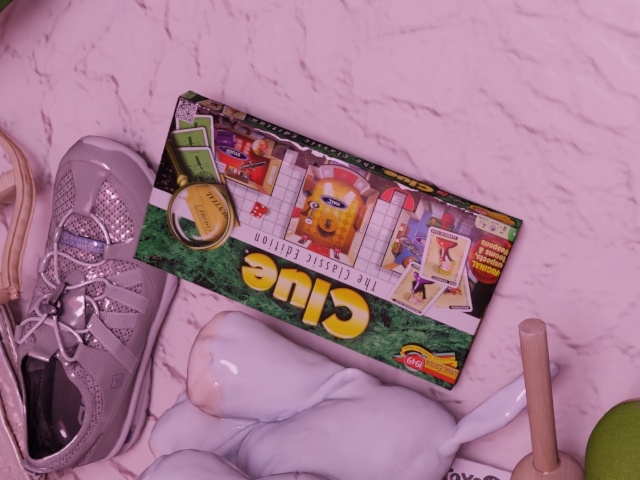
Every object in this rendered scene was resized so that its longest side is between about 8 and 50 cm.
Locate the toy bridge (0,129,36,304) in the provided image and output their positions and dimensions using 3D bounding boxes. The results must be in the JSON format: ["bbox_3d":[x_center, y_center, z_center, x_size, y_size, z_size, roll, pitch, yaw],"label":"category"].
[{"bbox_3d":[-0.261,-0.036,0.973,0.063,0.026,0.188,-26,64,16],"label":"toy bridge"}]

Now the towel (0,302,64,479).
[{"bbox_3d":[-0.358,0.151,1.078,0.282,0.049,0.187,-17,93,33],"label":"towel"}]

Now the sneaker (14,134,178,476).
[{"bbox_3d":[-0.182,0.059,0.951,0.105,0.115,0.281,11,107,22],"label":"sneaker"}]

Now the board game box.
[{"bbox_3d":[0.000,0.000,0.878,0.260,0.030,0.136,21,114,8],"label":"board game box"}]

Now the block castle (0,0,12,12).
[{"bbox_3d":[-0.324,-0.269,0.890,0.453,0.213,0.303,-34,91,29],"label":"block castle"}]

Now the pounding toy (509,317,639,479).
[{"bbox_3d":[0.181,0.181,0.698,0.237,0.110,0.183,33,151,39],"label":"pounding toy"}]

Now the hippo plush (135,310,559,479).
[{"bbox_3d":[-0.015,0.207,0.821,0.294,0.236,0.234,11,119,14],"label":"hippo plush"}]
